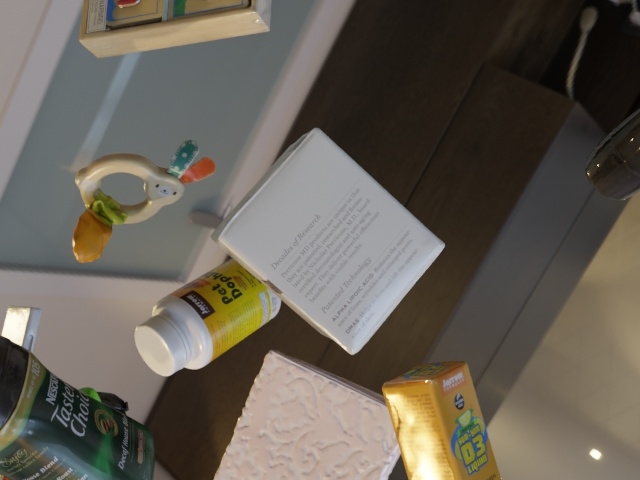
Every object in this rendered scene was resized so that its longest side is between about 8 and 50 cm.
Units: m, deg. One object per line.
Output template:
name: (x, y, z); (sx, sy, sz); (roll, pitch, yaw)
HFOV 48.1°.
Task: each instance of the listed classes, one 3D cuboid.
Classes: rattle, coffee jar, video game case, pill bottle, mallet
rattle: (-0.254, -0.060, 1.038); (0.200, 0.130, 0.142); (-7, -153, 0)
coffee jar: (-0.225, 0.160, 0.592); (0.184, 0.079, 0.096); (46, -163, -34)
video game case: (-0.437, 0.165, 1.021); (0.019, 0.143, 0.157); (15, 168, -32)
pill bottle: (-0.167, 0.113, 1.072); (0.117, 0.117, 0.215); (33, -139, 24)
mallet: (0.251, -0.077, 0.446); (0.190, 0.062, 0.039); (-21, -109, -21)

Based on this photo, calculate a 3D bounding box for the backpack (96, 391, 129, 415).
backpack: (-0.497, 0.392, 1.481); (0.188, 0.144, 0.166); (34, -168, -46)

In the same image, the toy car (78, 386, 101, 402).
toy car: (-0.287, 0.271, 0.799); (0.053, 0.239, 0.224); (47, -144, -34)

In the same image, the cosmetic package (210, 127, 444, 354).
cosmetic package: (0.000, 0.000, 0.775); (0.184, 0.151, 0.151); (41, 172, -9)

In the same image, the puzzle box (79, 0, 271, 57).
puzzle box: (-0.199, -0.471, 1.035); (0.272, 0.408, 0.052); (-5, 163, 15)

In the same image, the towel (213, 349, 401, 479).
towel: (-0.020, 0.418, 1.413); (0.317, 0.331, 0.053); (25, -172, 7)

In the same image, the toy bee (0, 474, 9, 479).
toy bee: (-0.426, 0.410, 0.862); (0.195, 0.298, 0.162); (45, 143, -20)

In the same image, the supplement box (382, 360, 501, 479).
supplement box: (0.150, 0.260, 0.815); (0.078, 0.233, 0.080); (-16, 176, -46)
